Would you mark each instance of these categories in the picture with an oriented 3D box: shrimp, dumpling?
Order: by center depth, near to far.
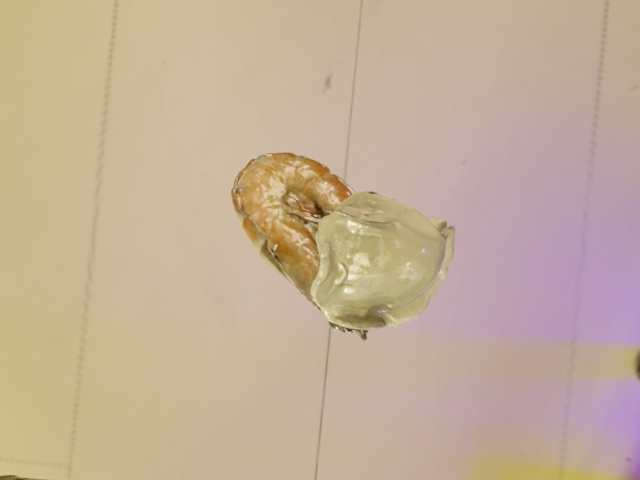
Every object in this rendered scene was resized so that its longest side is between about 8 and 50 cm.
[{"bbox_3d":[0.051,0.021,1.273,0.108,0.188,0.127,41,110,38],"label":"dumpling"},{"bbox_3d":[0.000,0.000,1.836,0.164,0.062,0.317,-27,63,-15],"label":"shrimp"}]

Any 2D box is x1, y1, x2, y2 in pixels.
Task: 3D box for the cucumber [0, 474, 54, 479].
[{"bbox_3d":[-0.292,0.269,1.389,0.070,0.220,0.046,-52,47,21],"label":"cucumber"}]
